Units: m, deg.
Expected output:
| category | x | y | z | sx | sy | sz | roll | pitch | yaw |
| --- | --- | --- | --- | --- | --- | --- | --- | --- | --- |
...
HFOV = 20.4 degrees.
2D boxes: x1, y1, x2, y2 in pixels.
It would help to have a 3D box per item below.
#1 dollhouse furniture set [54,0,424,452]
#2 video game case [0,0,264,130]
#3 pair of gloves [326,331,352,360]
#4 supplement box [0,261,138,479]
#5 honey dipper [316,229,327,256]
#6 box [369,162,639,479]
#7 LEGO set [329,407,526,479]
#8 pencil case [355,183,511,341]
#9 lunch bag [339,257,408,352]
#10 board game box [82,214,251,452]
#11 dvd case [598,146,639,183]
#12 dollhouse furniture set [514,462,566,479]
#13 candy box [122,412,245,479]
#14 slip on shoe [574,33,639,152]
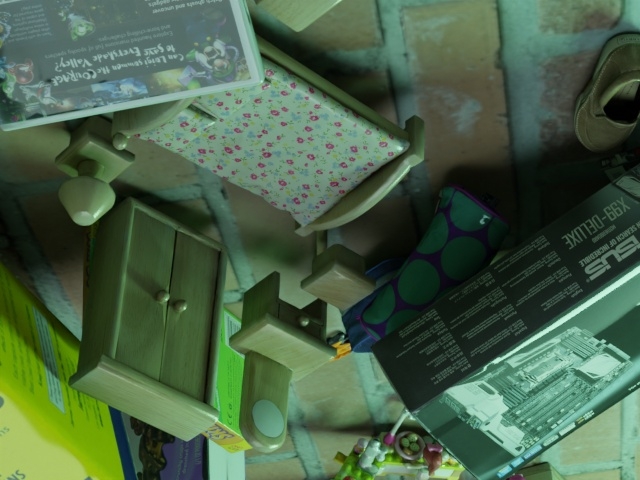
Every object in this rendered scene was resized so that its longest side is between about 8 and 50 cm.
| category | x | y | z | sx | sy | sz | roll | pitch | yaw |
| --- | --- | --- | --- | --- | --- | --- | --- | --- | --- |
| dollhouse furniture set | -0.022 | 0.000 | 1.344 | 0.303 | 0.173 | 0.355 | 29 | 136 | -30 |
| video game case | -0.149 | -0.165 | 1.186 | 0.190 | 0.022 | 0.173 | -10 | 123 | 8 |
| pair of gloves | -0.011 | 0.100 | 1.698 | 0.083 | 0.010 | 0.074 | 26 | 137 | -38 |
| supplement box | -0.326 | 0.102 | 1.351 | 0.194 | 0.195 | 0.356 | -36 | 123 | 7 |
| honey dipper | 0.000 | 0.000 | 1.522 | 0.030 | 0.030 | 0.160 | -3 | 149 | -3 |
| box | 0.218 | 0.068 | 1.492 | 0.307 | 0.076 | 0.242 | -34 | 151 | 4 |
| LEGO set | 0.079 | 0.234 | 1.812 | 0.287 | 0.132 | 0.107 | -13 | 149 | -30 |
| pencil case | 0.095 | 0.025 | 1.487 | 0.151 | 0.070 | 0.064 | -56 | 154 | 13 |
| lunch bag | 0.060 | 0.056 | 1.588 | 0.067 | 0.065 | 0.098 | 4 | 150 | -43 |
| board game box | -0.134 | 0.083 | 1.548 | 0.039 | 0.124 | 0.259 | -17 | 146 | 21 |
| dvd case | 0.302 | -0.061 | 1.479 | 0.119 | 0.013 | 0.087 | -20 | 145 | 21 |
| dollhouse furniture set | 0.122 | 0.444 | 2.036 | 0.394 | 0.256 | 0.362 | -18 | 145 | 20 |
| candy box | -0.172 | 0.222 | 1.728 | 0.196 | 0.164 | 0.070 | -21 | 144 | 23 |
| slip on shoe | 0.229 | -0.103 | 1.375 | 0.051 | 0.041 | 0.135 | 1 | 148 | -8 |
